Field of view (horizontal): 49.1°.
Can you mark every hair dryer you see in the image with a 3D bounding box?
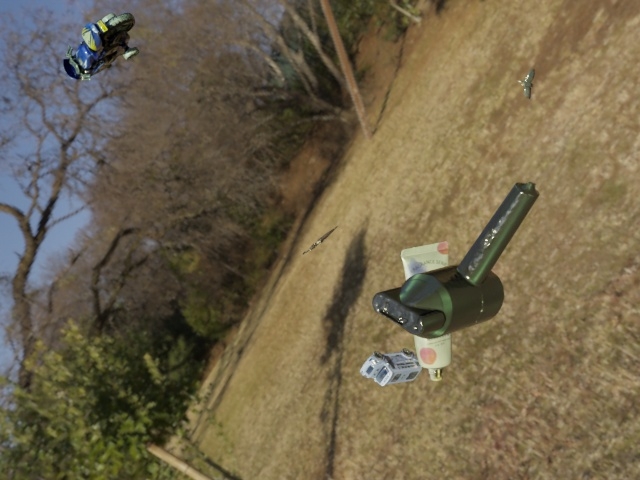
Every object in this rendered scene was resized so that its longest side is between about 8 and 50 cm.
[{"bbox_3d":[0.238,0.029,1.140,0.244,0.116,0.302,-9,-47,-48],"label":"hair dryer"}]

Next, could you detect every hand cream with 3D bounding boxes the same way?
[{"bbox_3d":[0.268,0.176,1.687,0.078,0.124,0.341,-150,52,-70],"label":"hand cream"}]

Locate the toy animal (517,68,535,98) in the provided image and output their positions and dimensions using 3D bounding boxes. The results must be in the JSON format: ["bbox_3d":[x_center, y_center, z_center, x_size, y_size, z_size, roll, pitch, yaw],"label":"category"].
[{"bbox_3d":[0.566,-0.435,1.934,0.028,0.050,0.084,-35,-49,-84],"label":"toy animal"}]

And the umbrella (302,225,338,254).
[{"bbox_3d":[0.001,0.001,1.872,0.122,0.013,0.022,-39,15,-4],"label":"umbrella"}]

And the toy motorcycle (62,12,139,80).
[{"bbox_3d":[-0.562,-0.484,1.769,0.169,0.113,0.315,-35,7,-26],"label":"toy motorcycle"}]

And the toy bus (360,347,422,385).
[{"bbox_3d":[0.189,0.339,1.861,0.167,0.076,0.073,1,-49,-40],"label":"toy bus"}]
